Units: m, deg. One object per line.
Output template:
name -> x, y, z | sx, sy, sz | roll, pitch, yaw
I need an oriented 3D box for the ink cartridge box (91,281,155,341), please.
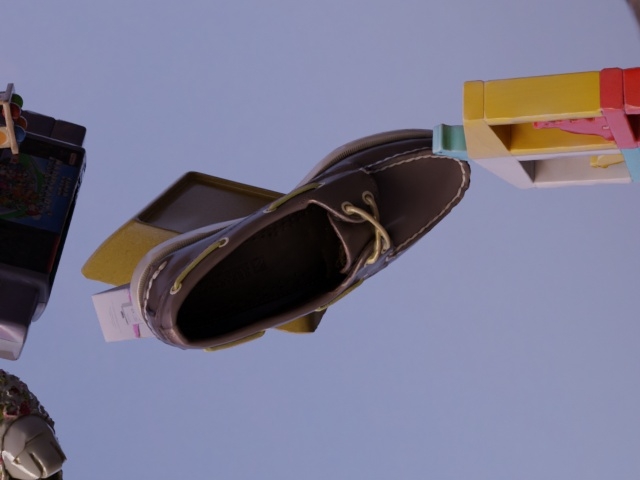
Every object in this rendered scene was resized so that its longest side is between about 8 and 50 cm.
ink cartridge box -> -0.175, 0.072, 1.349 | 0.115, 0.198, 0.067 | -19, -84, -42

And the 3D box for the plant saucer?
plant saucer -> -0.125, -0.005, 1.593 | 0.333, 0.332, 0.081 | -56, -21, -64

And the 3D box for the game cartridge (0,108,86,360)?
game cartridge -> -0.360, -0.039, 1.083 | 0.230, 0.068, 0.355 | 12, -146, -10

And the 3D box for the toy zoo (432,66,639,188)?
toy zoo -> 0.221, -0.077, 0.778 | 0.192, 0.293, 0.030 | 29, -119, -66

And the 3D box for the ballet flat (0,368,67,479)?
ballet flat -> -0.269, 0.237, 1.061 | 0.091, 0.077, 0.241 | -26, -73, -47

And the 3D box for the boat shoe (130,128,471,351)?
boat shoe -> 0.000, 0.000, 0.941 | 0.096, 0.324, 0.117 | 29, 140, 63

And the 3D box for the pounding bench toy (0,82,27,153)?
pounding bench toy -> -0.308, -0.118, 1.032 | 0.083, 0.065, 0.052 | -108, 13, -60
